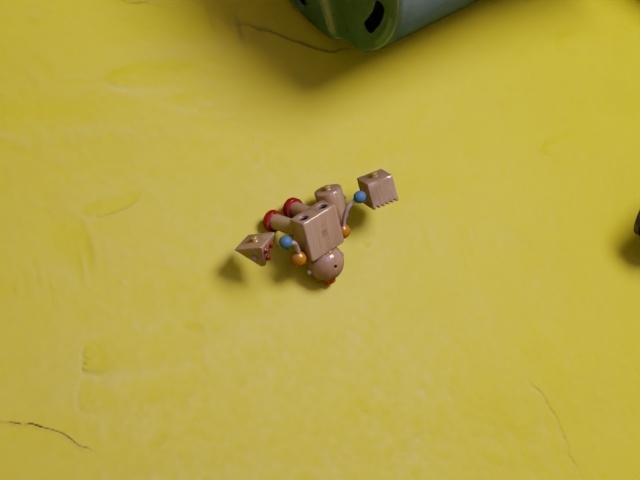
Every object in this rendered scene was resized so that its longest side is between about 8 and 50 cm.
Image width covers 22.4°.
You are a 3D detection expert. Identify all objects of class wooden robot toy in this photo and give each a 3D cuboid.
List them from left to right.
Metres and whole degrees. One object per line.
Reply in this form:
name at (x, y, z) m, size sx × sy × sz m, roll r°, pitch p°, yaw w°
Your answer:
wooden robot toy at (0.000, 0.000, 1.523) m, size 0.173 × 0.076 × 0.079 m, roll -31°, pitch 116°, yaw -29°

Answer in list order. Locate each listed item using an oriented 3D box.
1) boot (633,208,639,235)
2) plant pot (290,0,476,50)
boot at (0.483, 0.025, 1.608) m, size 0.264 × 0.096 × 0.280 m, roll -4°, pitch 39°, yaw -34°
plant pot at (0.116, -0.373, 1.589) m, size 0.334 × 0.341 × 0.341 m, roll -34°, pitch 82°, yaw -21°
